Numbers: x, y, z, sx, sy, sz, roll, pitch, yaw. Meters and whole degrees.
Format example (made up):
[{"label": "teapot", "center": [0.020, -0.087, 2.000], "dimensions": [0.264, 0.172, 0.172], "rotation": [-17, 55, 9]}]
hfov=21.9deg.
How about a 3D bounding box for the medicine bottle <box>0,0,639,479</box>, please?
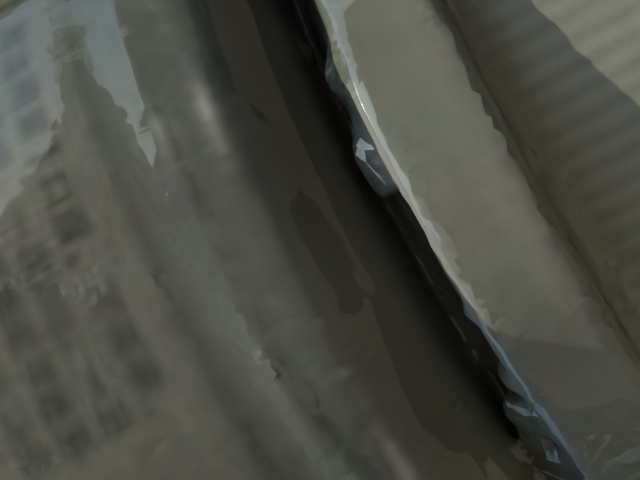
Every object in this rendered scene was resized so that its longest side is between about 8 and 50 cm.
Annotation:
[{"label": "medicine bottle", "center": [0.000, 0.000, 0.467], "dimensions": [0.245, 0.306, 0.245], "rotation": [58, -166, -23]}]
